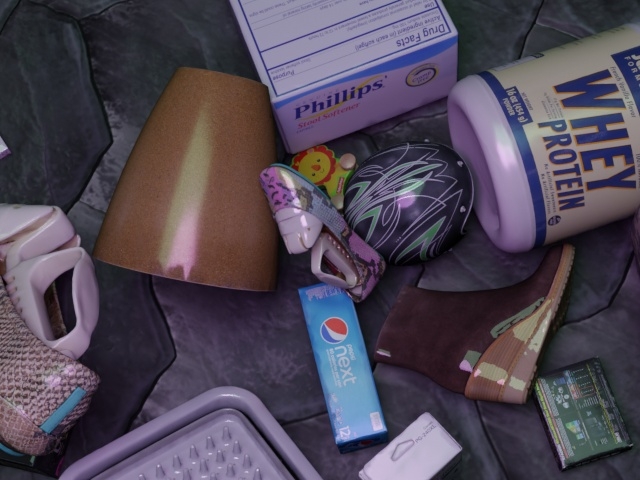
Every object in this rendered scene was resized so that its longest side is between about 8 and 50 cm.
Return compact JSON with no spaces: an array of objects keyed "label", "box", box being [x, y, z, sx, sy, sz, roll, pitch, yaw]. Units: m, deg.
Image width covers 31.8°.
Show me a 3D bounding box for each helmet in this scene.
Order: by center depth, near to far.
[{"label":"helmet","box":[0.113,-0.049,1.456,0.169,0.161,0.169,-2,69,6]}]

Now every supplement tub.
[{"label":"supplement tub","box":[0.346,-0.137,1.420,0.325,0.235,0.235,-19,68,-2]}]

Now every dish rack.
[{"label":"dish rack","box":[-0.125,0.350,1.325,0.285,0.072,0.333,-27,54,-23]}]

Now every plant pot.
[{"label":"plant pot","box":[-0.148,-0.082,1.421,0.237,0.237,0.254,11,91,11]}]

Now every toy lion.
[{"label":"toy lion","box":[0.001,-0.085,1.555,0.096,0.034,0.100,6,69,17]}]

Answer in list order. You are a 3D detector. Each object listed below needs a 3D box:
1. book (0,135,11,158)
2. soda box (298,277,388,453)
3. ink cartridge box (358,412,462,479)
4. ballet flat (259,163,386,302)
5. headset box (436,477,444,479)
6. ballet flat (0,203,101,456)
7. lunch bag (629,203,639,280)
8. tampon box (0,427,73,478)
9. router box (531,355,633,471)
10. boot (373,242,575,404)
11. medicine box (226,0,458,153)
[{"label":"book","box":[-0.536,-0.128,1.635,0.144,0.035,0.096,-33,73,-8]},{"label":"soda box","box":[0.029,0.159,1.436,0.067,0.071,0.210,-14,68,0]},{"label":"ink cartridge box","box":[0.110,0.275,1.339,0.109,0.150,0.063,-41,70,-9]},{"label":"ballet flat","box":[0.000,0.000,1.370,0.077,0.221,0.079,-10,46,42]},{"label":"headset box","box":[0.221,0.406,1.241,0.293,0.218,0.110,34,77,18]},{"label":"ballet flat","box":[-0.361,0.061,1.398,0.182,0.164,0.483,-41,41,5]},{"label":"lunch bag","box":[0.535,0.060,1.339,0.305,0.212,0.256,-11,68,3]},{"label":"tampon box","box":[-0.407,0.224,1.446,0.161,0.101,0.120,12,71,10]},{"label":"router box","box":[0.322,0.216,1.398,0.092,0.038,0.122,-17,68,0]},{"label":"boot","box":[0.201,0.081,1.438,0.207,0.090,0.248,17,61,22]},{"label":"medicine box","box":[0.019,-0.309,1.565,0.263,0.149,0.289,-21,65,-2]}]
